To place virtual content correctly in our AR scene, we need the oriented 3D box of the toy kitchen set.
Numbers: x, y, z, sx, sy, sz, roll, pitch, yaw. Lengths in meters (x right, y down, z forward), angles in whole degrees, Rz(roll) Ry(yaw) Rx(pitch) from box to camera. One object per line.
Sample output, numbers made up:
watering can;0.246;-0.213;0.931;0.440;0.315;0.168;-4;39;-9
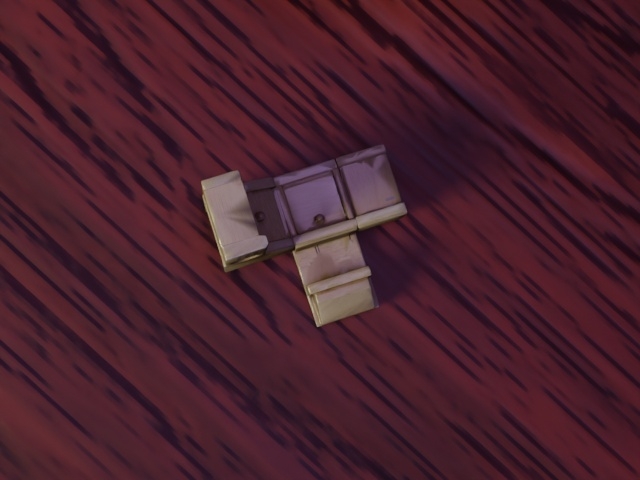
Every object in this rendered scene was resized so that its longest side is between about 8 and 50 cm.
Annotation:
toy kitchen set;0.000;0.000;0.524;0.083;0.075;0.068;-18;86;-5
